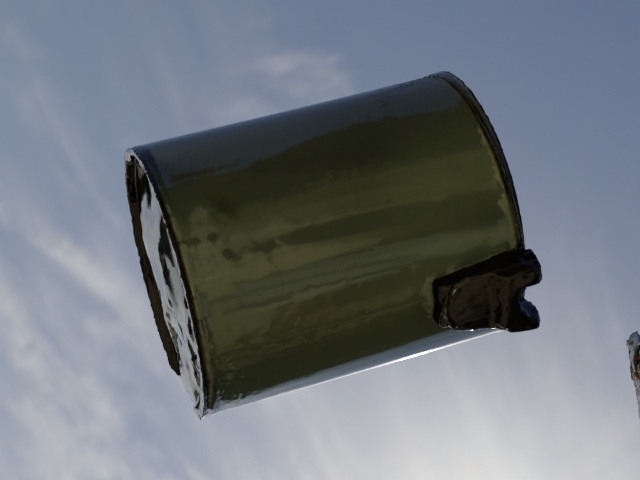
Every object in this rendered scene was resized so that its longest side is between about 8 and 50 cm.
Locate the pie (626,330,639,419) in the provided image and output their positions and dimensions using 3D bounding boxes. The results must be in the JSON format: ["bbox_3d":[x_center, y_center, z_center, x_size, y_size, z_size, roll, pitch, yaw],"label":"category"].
[{"bbox_3d":[0.280,0.137,1.205,0.282,0.068,0.128,-67,139,-80],"label":"pie"}]

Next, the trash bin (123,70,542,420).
[{"bbox_3d":[0.000,0.000,1.267,0.277,0.263,0.217,-124,-157,-52],"label":"trash bin"}]
